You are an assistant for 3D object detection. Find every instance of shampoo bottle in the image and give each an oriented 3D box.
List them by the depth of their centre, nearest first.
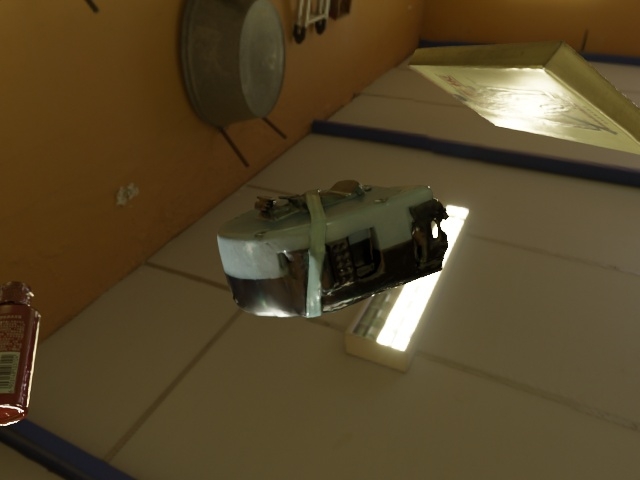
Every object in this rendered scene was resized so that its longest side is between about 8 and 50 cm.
[{"bbox_3d":[-0.632,0.216,0.992,0.118,0.076,0.314,-9,-136,-16],"label":"shampoo bottle"}]

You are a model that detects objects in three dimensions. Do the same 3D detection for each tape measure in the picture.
[{"bbox_3d":[-0.005,0.001,0.478,0.181,0.107,0.182,-19,-164,-27],"label":"tape measure"}]

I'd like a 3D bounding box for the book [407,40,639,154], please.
[{"bbox_3d":[0.203,-0.148,0.508,0.161,0.026,0.231,25,-170,-24],"label":"book"}]
